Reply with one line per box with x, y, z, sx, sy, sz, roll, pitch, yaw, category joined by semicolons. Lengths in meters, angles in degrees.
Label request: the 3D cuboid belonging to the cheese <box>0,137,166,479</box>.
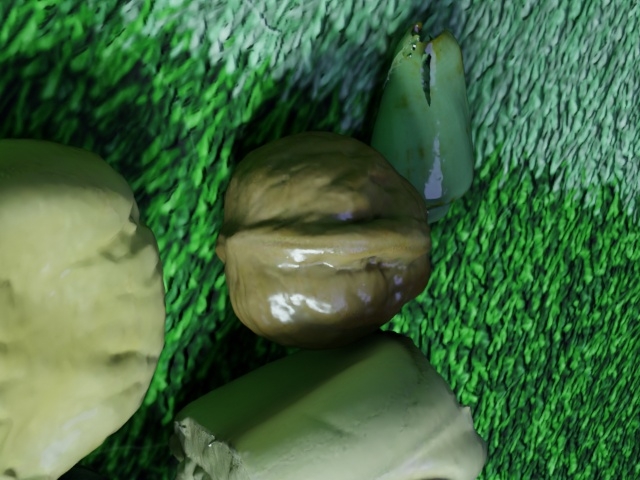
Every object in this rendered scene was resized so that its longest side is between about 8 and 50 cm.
-0.194;0.043;0.874;0.226;0.117;0.214;-34;135;-37;cheese

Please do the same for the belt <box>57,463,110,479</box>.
-0.209;0.287;1.034;0.206;0.116;0.267;23;95;-51;belt

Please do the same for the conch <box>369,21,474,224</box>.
0.084;-0.087;1.132;0.106;0.079;0.170;-30;132;-55;conch

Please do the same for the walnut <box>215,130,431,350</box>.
0.000;0.000;1.041;0.166;0.149;0.167;2;87;-39;walnut

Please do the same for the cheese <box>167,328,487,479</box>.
-0.011;0.159;1.041;0.233;0.266;0.127;-26;95;-12;cheese
